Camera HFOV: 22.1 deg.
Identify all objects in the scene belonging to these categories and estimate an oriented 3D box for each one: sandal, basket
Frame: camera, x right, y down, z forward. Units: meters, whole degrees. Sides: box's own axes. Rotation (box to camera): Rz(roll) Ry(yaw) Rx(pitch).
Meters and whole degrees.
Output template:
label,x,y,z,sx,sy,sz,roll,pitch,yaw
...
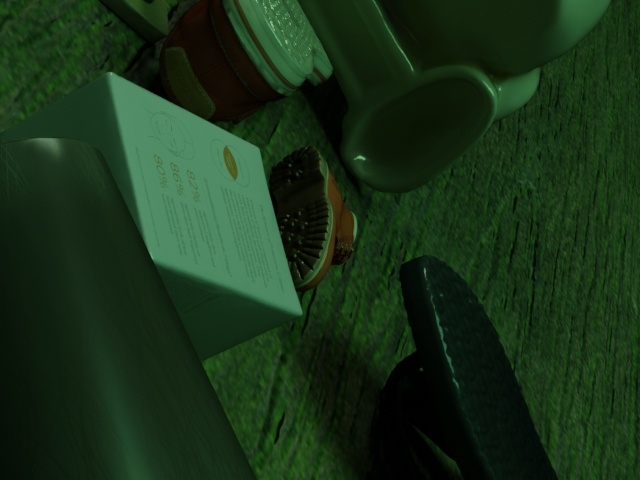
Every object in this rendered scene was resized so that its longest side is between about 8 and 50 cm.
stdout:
label,x,y,z,sx,sy,sz,roll,pitch,yaw
sandal,0.126,0.198,1.339,0.167,0.107,0.446,-90,159,-48
basket,-0.131,0.077,0.821,0.204,0.154,0.227,15,49,-62

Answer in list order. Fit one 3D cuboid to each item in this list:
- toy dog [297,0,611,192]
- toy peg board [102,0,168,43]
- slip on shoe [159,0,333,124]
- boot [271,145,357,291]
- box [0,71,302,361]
label,x,y,z,sx,sy,sz,roll,pitch,yaw
toy dog,0.161,-0.296,1.545,0.284,0.395,0.408,52,33,-7
toy peg board,-0.146,-0.262,1.218,0.161,0.079,0.161,40,33,-46
slip on shoe,-0.059,-0.152,1.278,0.123,0.101,0.331,59,10,-8
boot,0.000,0.000,1.300,0.085,0.059,0.158,57,22,-30
box,-0.104,-0.008,1.032,0.170,0.091,0.130,25,44,-56
